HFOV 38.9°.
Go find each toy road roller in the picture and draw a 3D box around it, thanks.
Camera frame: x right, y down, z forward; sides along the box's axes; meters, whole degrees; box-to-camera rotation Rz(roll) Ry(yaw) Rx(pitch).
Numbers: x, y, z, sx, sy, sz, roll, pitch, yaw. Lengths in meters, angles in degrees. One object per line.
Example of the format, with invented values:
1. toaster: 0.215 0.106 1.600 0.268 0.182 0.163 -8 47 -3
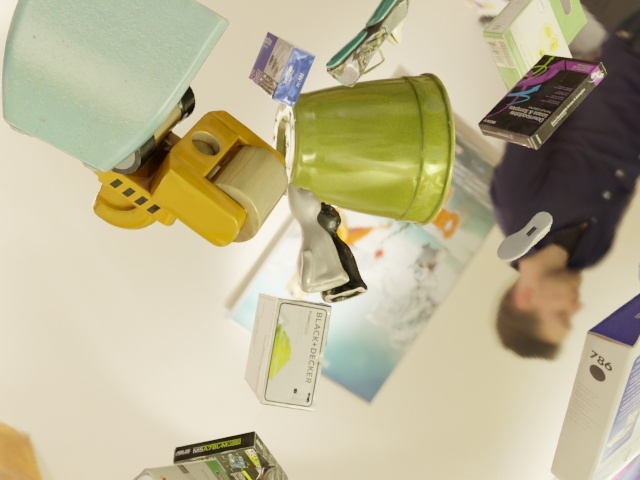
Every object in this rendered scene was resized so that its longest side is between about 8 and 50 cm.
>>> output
1. toy road roller: -0.246 -0.102 1.544 0.329 0.240 0.202 35 -138 -3

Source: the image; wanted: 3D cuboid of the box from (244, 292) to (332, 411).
1. box: -0.060 0.175 1.505 0.087 0.169 0.290 10 178 -10

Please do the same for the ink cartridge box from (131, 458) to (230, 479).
1. ink cartridge box: -0.180 0.400 1.263 0.160 0.092 0.219 51 -171 20

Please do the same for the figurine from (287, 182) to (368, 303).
1. figurine: 0.000 0.000 1.730 0.215 0.092 0.209 33 -140 -68

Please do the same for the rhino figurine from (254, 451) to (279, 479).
1. rhino figurine: -0.063 0.444 1.393 0.106 0.073 0.243 -38 70 56

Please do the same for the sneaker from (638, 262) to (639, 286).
1. sneaker: 0.636 0.054 1.498 0.209 0.069 0.082 2 132 16

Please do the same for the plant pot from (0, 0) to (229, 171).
1. plant pot: -0.301 -0.233 1.228 0.248 0.252 0.247 28 179 -12

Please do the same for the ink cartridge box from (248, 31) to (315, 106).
1. ink cartridge box: -0.073 -0.308 1.614 0.046 0.097 0.207 19 -168 -22

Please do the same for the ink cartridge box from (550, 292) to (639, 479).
1. ink cartridge box: 0.366 0.151 1.053 0.065 0.165 0.332 40 145 35

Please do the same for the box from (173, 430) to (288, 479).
1. box: -0.184 0.479 1.889 0.045 0.184 0.190 -93 -18 -46

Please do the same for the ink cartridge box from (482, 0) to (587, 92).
1. ink cartridge box: 0.384 -0.358 1.530 0.056 0.235 0.171 21 154 49

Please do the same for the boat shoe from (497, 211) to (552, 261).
1. boat shoe: 0.299 0.000 1.322 0.035 0.100 0.035 42 169 30

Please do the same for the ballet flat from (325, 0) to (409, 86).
1. ballet flat: 0.052 -0.184 0.824 0.041 0.114 0.041 39 171 7

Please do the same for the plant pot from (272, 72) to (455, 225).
1. plant pot: 0.079 -0.218 2.125 0.353 0.366 0.366 0 -168 -17

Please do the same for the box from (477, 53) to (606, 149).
1. box: 0.323 -0.206 1.329 0.029 0.162 0.116 51 166 -34
